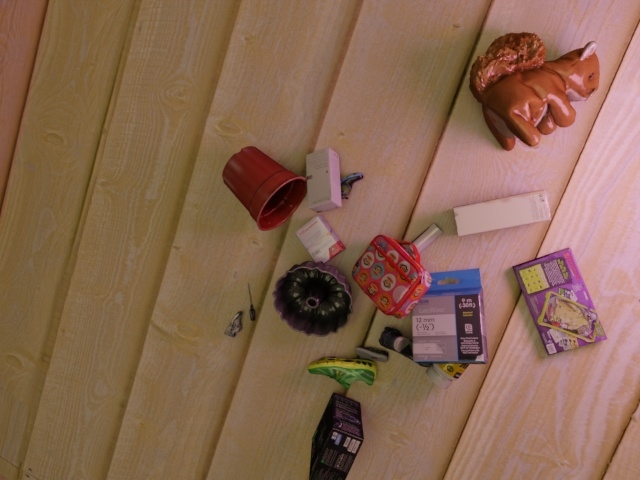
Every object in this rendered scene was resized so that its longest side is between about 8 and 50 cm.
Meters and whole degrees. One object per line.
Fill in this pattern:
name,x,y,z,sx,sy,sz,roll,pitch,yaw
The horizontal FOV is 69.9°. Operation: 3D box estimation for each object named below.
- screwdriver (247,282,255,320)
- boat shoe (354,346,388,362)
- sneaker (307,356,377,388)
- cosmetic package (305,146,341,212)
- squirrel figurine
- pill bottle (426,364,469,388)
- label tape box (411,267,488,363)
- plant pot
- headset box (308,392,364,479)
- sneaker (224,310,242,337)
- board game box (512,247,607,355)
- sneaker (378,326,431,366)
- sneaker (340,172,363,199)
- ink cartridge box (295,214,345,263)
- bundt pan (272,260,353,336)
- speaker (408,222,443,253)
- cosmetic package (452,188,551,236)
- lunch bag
screwdriver,-0.306,0.271,2.028,0.025,0.024,0.170,-2,86,-13
boat shoe,0.211,0.461,1.877,0.141,0.040,0.049,14,135,14
sneaker,0.083,0.548,1.884,0.295,0.109,0.124,0,90,16
cosmetic package,0.012,-0.237,1.818,0.117,0.085,0.231,-14,68,30
squirrel figurine,0.724,-0.548,1.543,0.370,0.281,0.397,-36,86,9
pill bottle,0.504,0.455,1.750,0.119,0.119,0.209,36,103,11
label tape box,0.466,0.272,1.678,0.248,0.115,0.348,-7,72,26
plant pot,-0.240,-0.227,1.857,0.265,0.272,0.272,42,104,17
headset box,0.062,0.789,1.827,0.131,0.283,0.247,22,101,-2
sneaker,-0.374,0.375,2.042,0.058,0.052,0.135,31,109,2
board game box,0.866,0.223,1.667,0.208,0.056,0.347,-21,88,21
sneaker,0.335,0.419,1.819,0.226,0.163,0.086,34,78,-28
sneaker,0.101,-0.209,1.855,0.188,0.067,0.078,-38,95,18
ink cartridge box,0.000,0.000,1.888,0.127,0.072,0.175,-37,84,17
bundt pan,-0.022,0.221,1.851,0.330,0.124,0.331,5,116,11
speaker,0.410,-0.006,1.778,0.136,0.055,0.055,-44,82,15
cosmetic package,0.643,-0.096,1.651,0.309,0.160,0.113,-10,90,16
lunch bag,0.276,0.121,1.734,0.258,0.120,0.293,-54,45,14
